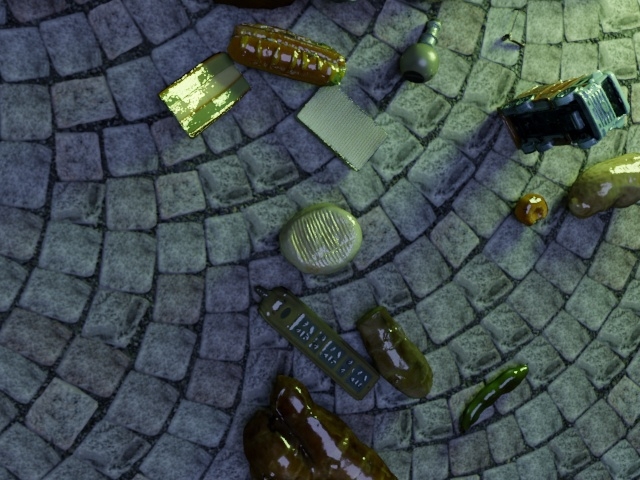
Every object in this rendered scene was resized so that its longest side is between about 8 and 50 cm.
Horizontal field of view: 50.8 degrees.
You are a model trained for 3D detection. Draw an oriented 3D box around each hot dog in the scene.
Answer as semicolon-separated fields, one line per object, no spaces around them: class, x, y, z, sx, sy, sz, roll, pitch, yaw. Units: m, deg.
hot dog;-0.069;-0.410;1.476;0.269;0.115;0.072;9;139;-16

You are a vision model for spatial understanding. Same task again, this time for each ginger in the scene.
ginger;0.181;0.276;1.623;0.116;0.109;0.263;-37;104;-9
ginger;-0.005;0.523;1.578;0.418;0.176;0.254;40;90;-11

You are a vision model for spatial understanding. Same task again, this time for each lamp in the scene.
lamp;0.242;-0.445;1.561;0.091;0.091;0.163;26;76;-16

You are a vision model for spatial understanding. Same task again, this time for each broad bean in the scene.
broad bean;0.442;0.399;1.741;0.254;0.046;0.065;-42;112;-4

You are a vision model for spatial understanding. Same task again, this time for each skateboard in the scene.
skateboard;0.483;-0.518;1.637;0.064;0.032;0.083;14;96;-26

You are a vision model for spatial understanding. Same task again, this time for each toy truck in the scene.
toy truck;0.559;-0.299;1.546;0.162;0.305;0.136;-36;104;-13

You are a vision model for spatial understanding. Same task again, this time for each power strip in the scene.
power strip;-0.011;0.234;1.592;0.387;0.066;0.092;43;83;-15

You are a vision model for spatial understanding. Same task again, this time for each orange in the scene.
orange;0.524;-0.080;1.689;0.086;0.062;0.086;-10;114;-23

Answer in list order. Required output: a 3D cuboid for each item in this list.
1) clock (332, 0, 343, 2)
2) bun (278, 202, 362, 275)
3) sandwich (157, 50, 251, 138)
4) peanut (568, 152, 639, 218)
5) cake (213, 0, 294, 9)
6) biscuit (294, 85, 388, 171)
clock;0.045;-0.620;1.423;0.049;0.226;0.226;5;98;28
bun;0.000;0.000;1.546;0.188;0.111;0.164;-30;87;-6
sandwich;-0.237;-0.311;1.419;0.187;0.144;0.117;-39;107;-6
peanut;0.740;-0.137;1.707;0.253;0.122;0.137;-16;109;-9
cake;-0.135;-0.642;1.379;0.196;0.199;0.293;-1;94;-9
biscuit;0.049;-0.263;1.552;0.199;0.040;0.121;41;83;-16
